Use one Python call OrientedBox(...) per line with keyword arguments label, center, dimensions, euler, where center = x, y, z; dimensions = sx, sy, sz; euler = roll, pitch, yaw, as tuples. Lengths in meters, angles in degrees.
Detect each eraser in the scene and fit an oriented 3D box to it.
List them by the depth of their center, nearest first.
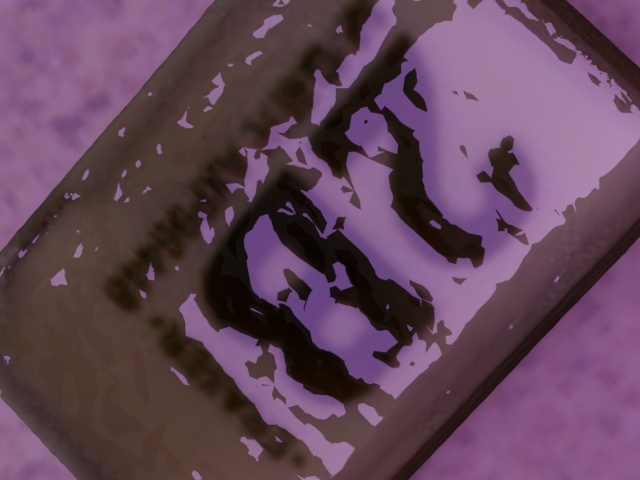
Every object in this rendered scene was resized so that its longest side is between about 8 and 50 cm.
OrientedBox(label="eraser", center=(0.000, 0.000, 0.504), dimensions=(0.117, 0.058, 0.172), euler=(44, 103, 8))
